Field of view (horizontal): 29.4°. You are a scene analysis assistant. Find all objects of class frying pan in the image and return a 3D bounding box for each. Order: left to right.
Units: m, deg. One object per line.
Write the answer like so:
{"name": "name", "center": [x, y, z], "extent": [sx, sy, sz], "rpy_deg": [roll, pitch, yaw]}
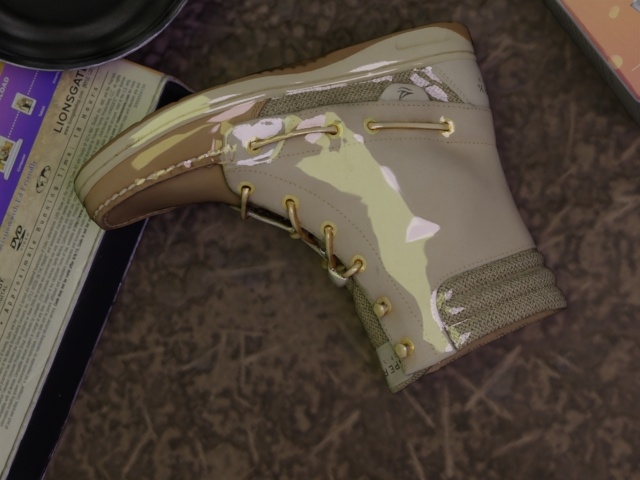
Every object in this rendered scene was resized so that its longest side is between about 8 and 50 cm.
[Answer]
{"name": "frying pan", "center": [-0.111, -0.232, 0.785], "extent": [0.326, 0.053, 0.197], "rpy_deg": [-25, 95, -9]}

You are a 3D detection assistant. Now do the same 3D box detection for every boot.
{"name": "boot", "center": [0.000, 0.000, 0.738], "extent": [0.262, 0.095, 0.204], "rpy_deg": [-19, 82, -6]}

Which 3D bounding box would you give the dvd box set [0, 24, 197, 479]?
{"name": "dvd box set", "center": [-0.330, -0.042, 0.872], "extent": [0.420, 0.062, 0.308], "rpy_deg": [22, 92, 17]}

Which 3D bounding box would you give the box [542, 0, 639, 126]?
{"name": "box", "center": [0.190, -0.175, 0.714], "extent": [0.130, 0.091, 0.170], "rpy_deg": [-37, 76, 10]}
